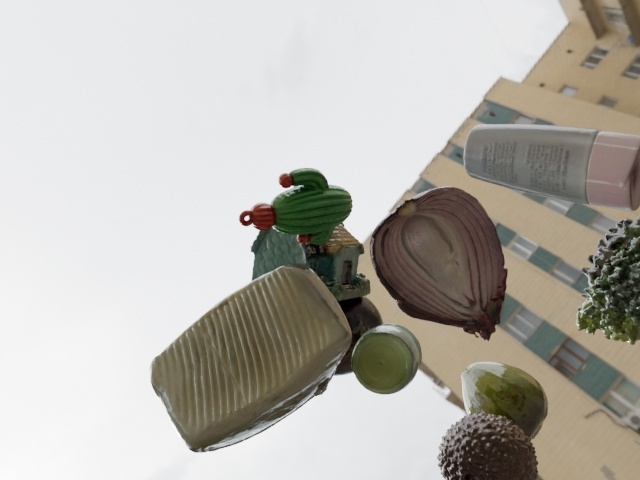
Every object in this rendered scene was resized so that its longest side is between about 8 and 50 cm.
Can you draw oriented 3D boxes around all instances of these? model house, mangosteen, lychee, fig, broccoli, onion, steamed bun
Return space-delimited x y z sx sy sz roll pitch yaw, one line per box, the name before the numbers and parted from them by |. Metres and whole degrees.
model house | 0.000 0.000 1.410 0.280 0.230 0.249 0 -80 -63
mangosteen | 0.048 0.240 1.468 0.235 0.261 0.235 0 -85 -2
lychee | 0.434 0.551 1.454 0.271 0.271 0.271 -15 -57 -25
fig | 0.532 0.479 1.717 0.239 0.271 0.239 -34 -34 -26
broccoli | 0.675 0.098 1.062 0.293 0.348 0.281 -55 -31 -15
onion | 0.218 0.054 1.033 0.227 0.283 0.120 -28 -8 -4
steamed bun | -0.117 0.233 1.126 0.383 0.247 0.236 -37 -27 1

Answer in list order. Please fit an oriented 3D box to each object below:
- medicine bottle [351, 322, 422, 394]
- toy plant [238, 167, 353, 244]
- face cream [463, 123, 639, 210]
medicine bottle | 0.150 0.265 1.300 0.147 0.147 0.143 -57 -14 7
toy plant | -0.038 -0.071 1.150 0.240 0.088 0.154 19 -75 -42
face cream | 0.263 -0.091 0.658 0.057 0.198 0.084 -27 -58 -39
